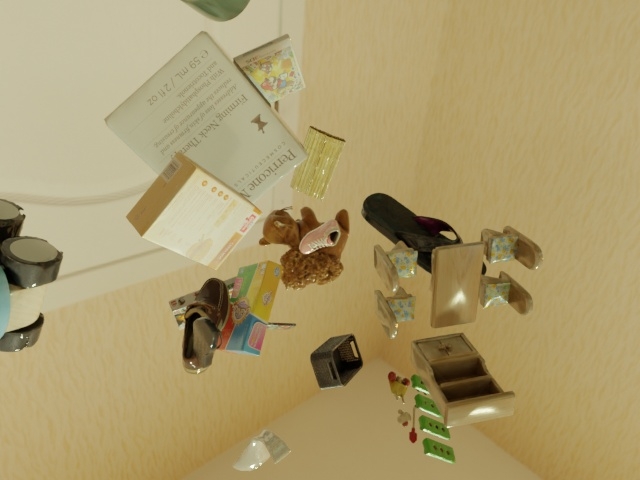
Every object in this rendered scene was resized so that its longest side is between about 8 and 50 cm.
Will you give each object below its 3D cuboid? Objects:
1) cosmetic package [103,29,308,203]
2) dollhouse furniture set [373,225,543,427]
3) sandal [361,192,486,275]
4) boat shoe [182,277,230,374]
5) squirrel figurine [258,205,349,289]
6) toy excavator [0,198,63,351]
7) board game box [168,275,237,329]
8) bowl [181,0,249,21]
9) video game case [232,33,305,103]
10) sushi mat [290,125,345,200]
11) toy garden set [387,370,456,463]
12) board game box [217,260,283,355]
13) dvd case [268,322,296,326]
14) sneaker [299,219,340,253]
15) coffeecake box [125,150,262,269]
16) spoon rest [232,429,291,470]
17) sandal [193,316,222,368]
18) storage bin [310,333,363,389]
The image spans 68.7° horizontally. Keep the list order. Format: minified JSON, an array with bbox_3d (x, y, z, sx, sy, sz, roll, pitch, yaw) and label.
[{"bbox_3d":[-0.296,-0.311,1.292,0.329,0.393,0.327,-40,-154,7],"label":"cosmetic package"},{"bbox_3d":[0.340,0.202,1.133,0.363,0.393,0.256,-7,-154,-9],"label":"dollhouse furniture set"},{"bbox_3d":[0.322,-0.018,1.472,0.446,0.107,0.167,35,-127,15],"label":"sandal"},{"bbox_3d":[-0.382,0.254,1.531,0.124,0.123,0.341,6,-127,8],"label":"boat shoe"},{"bbox_3d":[-0.084,0.022,2.130,0.371,0.281,0.396,17,-125,-32],"label":"squirrel figurine"},{"bbox_3d":[-0.785,0.042,0.834,0.433,0.222,0.445,37,-158,20],"label":"toy excavator"},{"bbox_3d":[-0.435,0.245,1.867,0.306,0.193,0.053,-20,-117,-18],"label":"board game box"},{"bbox_3d":[-0.361,-0.837,1.418,0.312,0.311,0.163,18,-153,23],"label":"bowl"},{"bbox_3d":[-0.168,-0.534,1.513,0.207,0.227,0.026,-24,-114,1],"label":"video game case"},{"bbox_3d":[-0.016,-0.298,1.856,0.152,0.316,0.019,24,-135,0],"label":"sushi mat"},{"bbox_3d":[0.284,0.511,1.373,0.204,0.049,0.244,30,-145,-24],"label":"toy garden set"},{"bbox_3d":[-0.253,0.239,1.653,0.064,0.316,0.242,25,157,-28],"label":"board game box"},{"bbox_3d":[-0.166,0.336,1.839,0.120,0.087,0.013,6,-111,-26],"label":"dvd case"},{"bbox_3d":[0.000,0.000,1.311,0.134,0.051,0.070,-38,-148,6],"label":"sneaker"},{"bbox_3d":[-0.214,-0.045,0.823,0.068,0.142,0.185,41,-177,35],"label":"coffeecake box"},{"bbox_3d":[-0.172,0.592,1.331,0.137,0.276,0.084,-24,-103,-36],"label":"spoon rest"},{"bbox_3d":[-0.311,0.275,1.298,0.055,0.254,0.097,-22,-110,-30],"label":"sandal"},{"bbox_3d":[0.055,0.390,1.519,0.085,0.121,0.180,-17,-178,28],"label":"storage bin"}]
